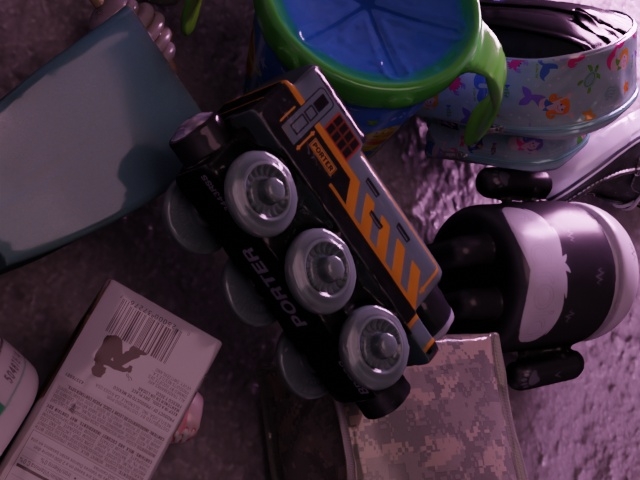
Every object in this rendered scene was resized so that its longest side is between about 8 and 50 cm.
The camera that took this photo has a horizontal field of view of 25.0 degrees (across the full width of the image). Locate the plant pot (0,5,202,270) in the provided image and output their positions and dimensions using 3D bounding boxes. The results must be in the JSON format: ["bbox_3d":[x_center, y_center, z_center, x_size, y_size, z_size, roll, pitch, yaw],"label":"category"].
[{"bbox_3d":[-0.249,-0.071,1.349,0.234,0.165,0.166,-40,101,-32],"label":"plant pot"}]

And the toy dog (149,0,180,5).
[{"bbox_3d":[-0.228,-0.402,1.454,0.333,0.161,0.220,28,62,-26],"label":"toy dog"}]

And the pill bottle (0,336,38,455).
[{"bbox_3d":[-0.421,0.068,1.153,0.361,0.204,0.204,45,56,-17],"label":"pill bottle"}]

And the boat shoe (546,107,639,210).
[{"bbox_3d":[0.398,-0.098,1.836,0.335,0.121,0.119,-26,88,-40],"label":"boat shoe"}]

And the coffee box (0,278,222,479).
[{"bbox_3d":[-0.216,0.202,1.248,0.119,0.168,0.297,30,68,-8],"label":"coffee box"}]

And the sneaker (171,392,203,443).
[{"bbox_3d":[-0.158,0.188,1.401,0.070,0.051,0.134,39,53,-14],"label":"sneaker"}]

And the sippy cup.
[{"bbox_3d":[0.021,-0.191,1.509,0.240,0.224,0.305,-32,75,-29],"label":"sippy cup"}]

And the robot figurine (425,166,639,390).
[{"bbox_3d":[0.233,0.041,1.651,0.278,0.173,0.209,-4,121,-36],"label":"robot figurine"}]

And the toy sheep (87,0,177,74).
[{"bbox_3d":[-0.194,-0.206,1.471,0.132,0.091,0.091,44,56,-23],"label":"toy sheep"}]

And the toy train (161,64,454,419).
[{"bbox_3d":[0.000,0.000,1.327,0.334,0.142,0.190,54,53,-16],"label":"toy train"}]

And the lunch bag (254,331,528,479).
[{"bbox_3d":[0.083,0.250,1.482,0.235,0.169,0.287,-1,73,-34],"label":"lunch bag"}]

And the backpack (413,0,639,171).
[{"bbox_3d":[0.233,-0.186,1.649,0.225,0.253,0.191,-37,124,-52],"label":"backpack"}]
